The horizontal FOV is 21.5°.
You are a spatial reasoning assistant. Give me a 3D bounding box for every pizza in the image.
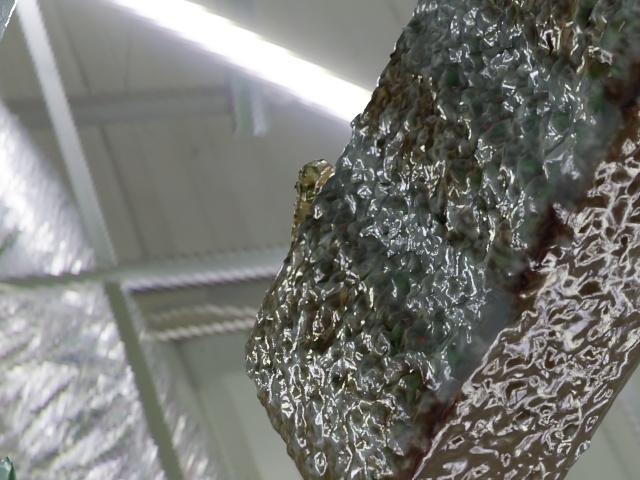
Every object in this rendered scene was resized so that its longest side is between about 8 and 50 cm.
[{"bbox_3d":[0.001,0.000,0.861,0.025,0.083,0.078,9,-99,9],"label":"pizza"}]

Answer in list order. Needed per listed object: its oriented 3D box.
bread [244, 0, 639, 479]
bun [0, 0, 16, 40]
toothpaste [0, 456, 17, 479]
[{"bbox_3d":[0.107,-0.068,0.686,0.113,0.416,0.165,19,-160,-30],"label":"bread"},{"bbox_3d":[-0.360,-0.216,1.080,0.362,0.211,0.361,8,-103,-38],"label":"bun"},{"bbox_3d":[-0.186,0.273,1.033,0.048,0.075,0.296,16,-141,-36],"label":"toothpaste"}]
